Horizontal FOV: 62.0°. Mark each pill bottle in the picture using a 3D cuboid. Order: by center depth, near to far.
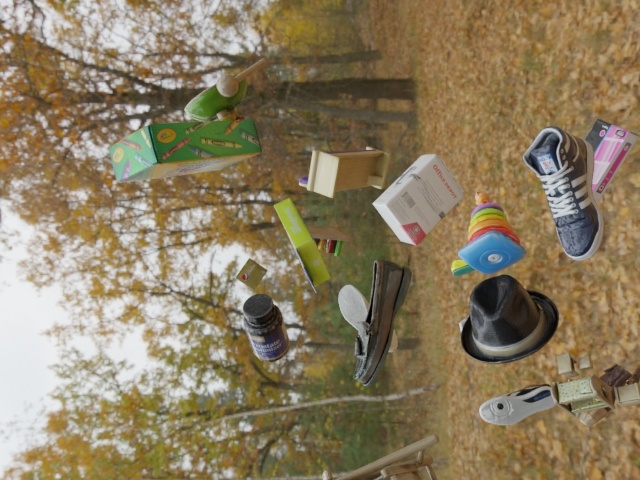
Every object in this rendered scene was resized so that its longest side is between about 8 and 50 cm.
[{"bbox_3d":[-0.171,0.269,1.649,0.123,0.122,0.219,-84,-13,-44],"label":"pill bottle"}]

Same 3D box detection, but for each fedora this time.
[{"bbox_3d":[0.543,0.212,1.607,0.153,0.334,0.334,59,-163,-18],"label":"fedora"}]

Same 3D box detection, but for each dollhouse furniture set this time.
[{"bbox_3d":[0.690,0.336,1.352,0.101,0.182,0.161,36,-135,-25],"label":"dollhouse furniture set"}]

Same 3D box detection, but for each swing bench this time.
[{"bbox_3d":[0.160,0.561,1.044,0.165,0.254,0.253,83,168,-50],"label":"swing bench"}]

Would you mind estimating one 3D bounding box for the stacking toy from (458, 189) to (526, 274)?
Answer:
[{"bbox_3d":[0.550,-0.057,1.746,0.165,0.175,0.302,-39,32,40],"label":"stacking toy"}]

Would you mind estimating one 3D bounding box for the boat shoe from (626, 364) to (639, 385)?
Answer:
[{"bbox_3d":[0.997,0.444,1.680,0.178,0.060,0.064,-35,-71,-46],"label":"boat shoe"}]

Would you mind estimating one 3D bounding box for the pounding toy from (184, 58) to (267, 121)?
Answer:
[{"bbox_3d":[-0.233,-0.348,1.381,0.183,0.236,0.110,-40,-78,-42],"label":"pounding toy"}]

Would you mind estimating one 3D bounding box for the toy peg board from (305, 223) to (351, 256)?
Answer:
[{"bbox_3d":[0.000,0.000,1.914,0.161,0.160,0.079,-148,65,-62],"label":"toy peg board"}]

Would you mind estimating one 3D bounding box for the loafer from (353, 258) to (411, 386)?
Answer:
[{"bbox_3d":[0.111,0.168,1.129,0.268,0.084,0.096,-68,10,-17],"label":"loafer"}]

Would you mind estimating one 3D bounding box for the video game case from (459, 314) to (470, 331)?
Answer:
[{"bbox_3d":[0.659,0.377,2.266,0.019,0.143,0.157,28,143,55],"label":"video game case"}]

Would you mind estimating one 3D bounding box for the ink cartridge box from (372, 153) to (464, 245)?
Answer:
[{"bbox_3d":[0.282,-0.119,1.525,0.159,0.218,0.092,50,169,-19],"label":"ink cartridge box"}]

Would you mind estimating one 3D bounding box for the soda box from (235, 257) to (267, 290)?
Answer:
[{"bbox_3d":[-0.178,0.086,1.382,0.061,0.058,0.181,-56,5,-6],"label":"soda box"}]

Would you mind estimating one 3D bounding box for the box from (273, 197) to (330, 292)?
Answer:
[{"bbox_3d":[-0.034,0.006,1.034,0.109,0.042,0.178,66,177,-39],"label":"box"}]

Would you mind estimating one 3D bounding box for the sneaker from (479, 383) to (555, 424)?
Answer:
[{"bbox_3d":[0.565,0.469,1.530,0.121,0.216,0.079,29,-136,-73],"label":"sneaker"}]

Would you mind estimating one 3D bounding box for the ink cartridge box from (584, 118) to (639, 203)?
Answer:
[{"bbox_3d":[1.026,-0.261,2.021,0.176,0.069,0.371,-117,44,-59],"label":"ink cartridge box"}]

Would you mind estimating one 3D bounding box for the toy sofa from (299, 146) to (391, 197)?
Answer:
[{"bbox_3d":[0.092,-0.271,2.004,0.362,0.177,0.150,-15,-58,-50],"label":"toy sofa"}]

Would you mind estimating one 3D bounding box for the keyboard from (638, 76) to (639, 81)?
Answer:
[{"bbox_3d":[1.196,-0.445,1.765,0.201,0.033,0.317,38,-158,-23],"label":"keyboard"}]

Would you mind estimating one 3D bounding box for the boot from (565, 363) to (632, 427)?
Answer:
[{"bbox_3d":[0.862,0.473,1.649,0.207,0.090,0.248,-52,-15,2],"label":"boot"}]

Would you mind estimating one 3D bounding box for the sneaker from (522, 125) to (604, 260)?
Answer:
[{"bbox_3d":[0.506,-0.106,1.119,0.099,0.153,0.282,-19,60,50],"label":"sneaker"}]

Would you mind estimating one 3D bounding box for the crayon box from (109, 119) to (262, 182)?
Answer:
[{"bbox_3d":[-0.286,-0.197,1.158,0.278,0.165,0.081,-17,-86,-48],"label":"crayon box"}]

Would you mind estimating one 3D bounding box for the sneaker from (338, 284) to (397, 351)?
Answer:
[{"bbox_3d":[0.184,0.309,2.045,0.169,0.108,0.293,34,-161,-56],"label":"sneaker"}]

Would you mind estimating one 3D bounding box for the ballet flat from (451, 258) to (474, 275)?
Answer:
[{"bbox_3d":[0.653,0.086,2.215,0.077,0.231,0.077,45,-139,-39],"label":"ballet flat"}]
